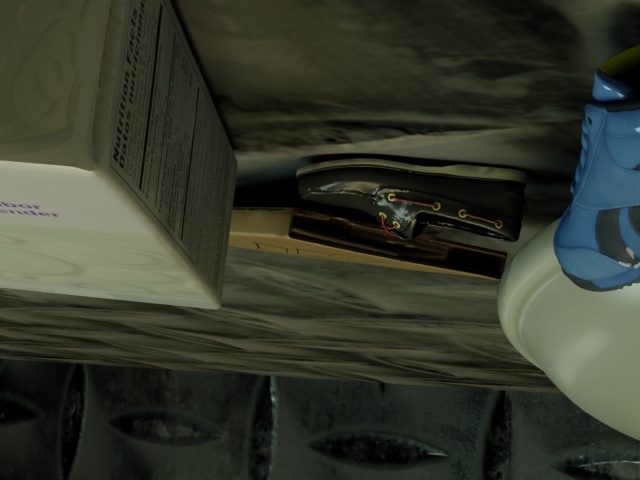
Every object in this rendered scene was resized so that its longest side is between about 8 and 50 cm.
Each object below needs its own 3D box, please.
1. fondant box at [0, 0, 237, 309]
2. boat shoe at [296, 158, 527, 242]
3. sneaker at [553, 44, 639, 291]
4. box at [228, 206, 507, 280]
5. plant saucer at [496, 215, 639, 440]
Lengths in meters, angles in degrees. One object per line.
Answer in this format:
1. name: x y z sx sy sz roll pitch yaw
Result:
1. fondant box: -0.174 -0.046 0.566 0.238 0.096 0.330 6 169 3
2. boat shoe: 0.049 -0.022 0.720 0.133 0.042 0.049 5 173 11
3. sneaker: 0.133 -0.040 0.502 0.082 0.069 0.209 37 160 -2
4. box: 0.000 0.000 0.851 0.164 0.021 0.201 11 176 -31
5. plant saucer: 0.297 0.072 0.696 0.400 0.100 0.400 4 157 2
